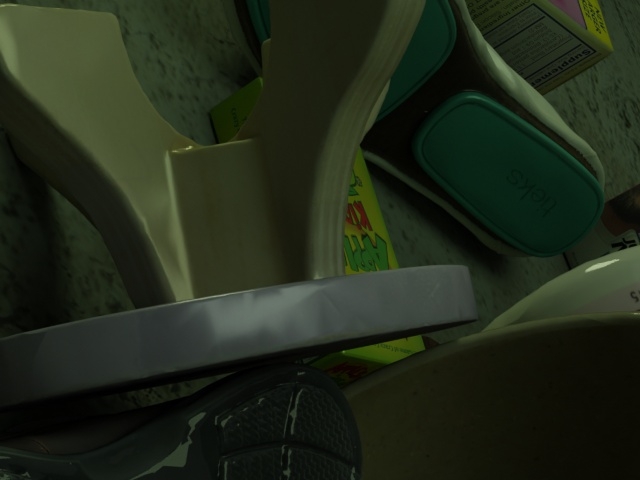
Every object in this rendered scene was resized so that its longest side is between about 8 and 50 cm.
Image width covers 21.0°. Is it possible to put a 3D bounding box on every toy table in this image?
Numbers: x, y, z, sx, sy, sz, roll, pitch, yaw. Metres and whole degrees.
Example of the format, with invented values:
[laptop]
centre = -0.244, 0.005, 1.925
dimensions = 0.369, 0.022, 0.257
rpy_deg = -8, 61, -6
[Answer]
[toy table]
centre = -0.046, -0.021, 0.779
dimensions = 0.274, 0.252, 0.161
rpy_deg = -1, 78, -61

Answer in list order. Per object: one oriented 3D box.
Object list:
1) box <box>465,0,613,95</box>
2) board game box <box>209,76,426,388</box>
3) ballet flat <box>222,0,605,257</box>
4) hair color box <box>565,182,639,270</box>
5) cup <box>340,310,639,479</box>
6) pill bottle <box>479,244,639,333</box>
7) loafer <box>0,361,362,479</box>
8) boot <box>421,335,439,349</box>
[box]
centre = 0.091, -0.244, 1.322
dimensions = 0.243, 0.117, 0.214
rpy_deg = 28, 41, -45
[board game box]
centre = 0.000, 0.000, 1.018
dimensions = 0.092, 0.043, 0.181
rpy_deg = 17, 49, -52
[ballet flat]
centre = 0.050, -0.122, 1.156
dimensions = 0.400, 0.139, 0.139
rpy_deg = 39, 34, -41
[hair color box]
centre = 0.275, -0.003, 1.333
dimensions = 0.053, 0.167, 0.093
rpy_deg = 14, 51, -53
[cup]
centre = 0.119, 0.219, 0.764
dimensions = 0.331, 0.331, 0.237
rpy_deg = -68, 144, -56
[pill bottle]
centre = 0.211, 0.166, 0.965
dimensions = 0.169, 0.169, 0.301
rpy_deg = 10, 47, -55
[loafer]
centre = -0.113, 0.121, 0.681
dimensions = 0.302, 0.095, 0.109
rpy_deg = -15, 93, -45
[boot]
centre = 0.087, 0.108, 1.068
dimensions = 0.106, 0.037, 0.114
rpy_deg = 14, 47, -56
